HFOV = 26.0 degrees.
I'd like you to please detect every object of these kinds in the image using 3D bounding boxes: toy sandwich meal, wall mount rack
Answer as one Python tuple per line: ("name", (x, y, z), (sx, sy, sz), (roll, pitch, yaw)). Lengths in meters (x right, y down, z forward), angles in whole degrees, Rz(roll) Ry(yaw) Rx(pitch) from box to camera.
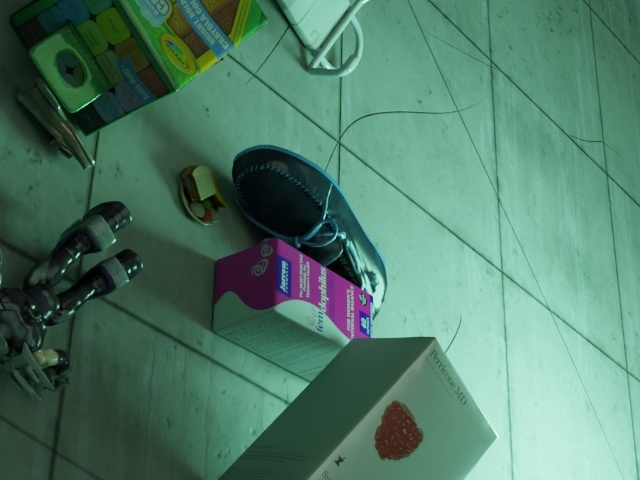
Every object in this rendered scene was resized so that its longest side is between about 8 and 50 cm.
("toy sandwich meal", (-0.157, -0.063, 1.868), (0.085, 0.029, 0.085), (33, 47, -43))
("wall mount rack", (0.038, -0.436, 2.195), (0.304, 0.130, 0.350), (-56, 131, -25))

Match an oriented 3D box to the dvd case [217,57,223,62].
("dvd case", (-0.228, -0.303, 1.913), (0.221, 0.018, 0.164), (-32, 100, -58))

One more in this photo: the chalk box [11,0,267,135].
("chalk box", (-0.237, -0.260, 1.705), (0.180, 0.179, 0.289), (58, 40, -15))

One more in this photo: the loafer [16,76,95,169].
("loafer", (-0.319, -0.135, 1.669), (0.125, 0.039, 0.045), (59, -8, -17))

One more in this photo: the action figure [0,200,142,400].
("action figure", (-0.304, 0.066, 1.520), (0.285, 0.099, 0.185), (-42, 115, -52))

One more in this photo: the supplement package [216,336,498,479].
("supplement package", (0.049, 0.277, 1.749), (0.293, 0.175, 0.177), (-45, 111, -30))

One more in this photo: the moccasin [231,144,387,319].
("moccasin", (0.000, 0.000, 1.964), (0.342, 0.137, 0.117), (43, 37, -34))

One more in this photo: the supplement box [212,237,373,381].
("supplement box", (-0.034, 0.099, 1.884), (0.220, 0.114, 0.111), (31, 49, -43))
